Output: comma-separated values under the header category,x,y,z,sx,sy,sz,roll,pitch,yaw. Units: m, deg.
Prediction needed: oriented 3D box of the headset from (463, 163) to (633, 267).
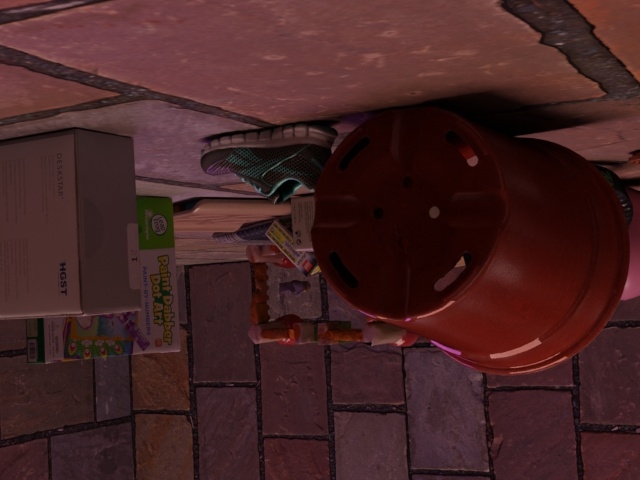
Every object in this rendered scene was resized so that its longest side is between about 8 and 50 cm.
category,x,y,z,sx,sy,sz,roll,pitch,yaw
headset,0.343,0.045,1.488,0.243,0.185,0.394,-6,146,-13

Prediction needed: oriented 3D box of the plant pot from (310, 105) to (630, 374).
category,x,y,z,sx,sy,sz,roll,pitch,yaw
plant pot,0.142,-0.005,0.968,0.272,0.272,0.265,-5,168,32

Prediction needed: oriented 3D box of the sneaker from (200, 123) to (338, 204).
category,x,y,z,sx,sy,sz,roll,pitch,yaw
sneaker,-0.058,-0.073,0.981,0.166,0.076,0.065,-5,175,35

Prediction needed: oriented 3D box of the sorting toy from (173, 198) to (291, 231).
category,x,y,z,sx,sy,sz,roll,pitch,yaw
sorting toy,-0.178,-0.049,1.676,0.193,0.038,0.208,-1,171,-34

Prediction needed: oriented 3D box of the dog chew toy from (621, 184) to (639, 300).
category,x,y,z,sx,sy,sz,roll,pitch,yaw
dog chew toy,0.592,-0.014,1.658,0.332,0.206,0.206,-12,175,11

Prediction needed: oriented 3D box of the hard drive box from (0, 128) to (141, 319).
category,x,y,z,sx,sy,sz,roll,pitch,yaw
hard drive box,-0.307,-0.008,0.987,0.232,0.181,0.089,-4,177,29

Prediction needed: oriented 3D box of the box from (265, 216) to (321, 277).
category,x,y,z,sx,sy,sz,roll,pitch,yaw
box,0.000,0.000,1.738,0.036,0.114,0.207,-53,162,26

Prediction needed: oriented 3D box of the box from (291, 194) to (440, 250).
category,x,y,z,sx,sy,sz,roll,pitch,yaw
box,0.094,-0.037,1.566,0.275,0.094,0.113,-5,177,32

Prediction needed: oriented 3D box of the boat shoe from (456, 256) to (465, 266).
category,x,y,z,sx,sy,sz,roll,pitch,yaw
boat shoe,0.332,-0.028,1.833,0.341,0.121,0.110,-13,177,-28

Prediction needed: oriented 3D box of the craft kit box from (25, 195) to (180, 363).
category,x,y,z,sx,sy,sz,roll,pitch,yaw
craft kit box,-0.328,0.055,1.445,0.061,0.249,0.247,-8,175,39

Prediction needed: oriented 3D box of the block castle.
category,x,y,z,sx,sy,sz,roll,pitch,yaw
block castle,0.033,0.121,2.435,0.453,0.303,0.213,-5,177,39

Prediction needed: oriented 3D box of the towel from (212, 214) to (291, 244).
category,x,y,z,sx,sy,sz,roll,pitch,yaw
towel,-0.017,-0.030,2.072,0.324,0.056,0.312,3,171,-40

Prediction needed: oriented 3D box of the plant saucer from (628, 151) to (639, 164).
category,x,y,z,sx,sy,sz,roll,pitch,yaw
plant saucer,0.456,-0.113,1.276,0.084,0.013,0.083,-3,177,0
